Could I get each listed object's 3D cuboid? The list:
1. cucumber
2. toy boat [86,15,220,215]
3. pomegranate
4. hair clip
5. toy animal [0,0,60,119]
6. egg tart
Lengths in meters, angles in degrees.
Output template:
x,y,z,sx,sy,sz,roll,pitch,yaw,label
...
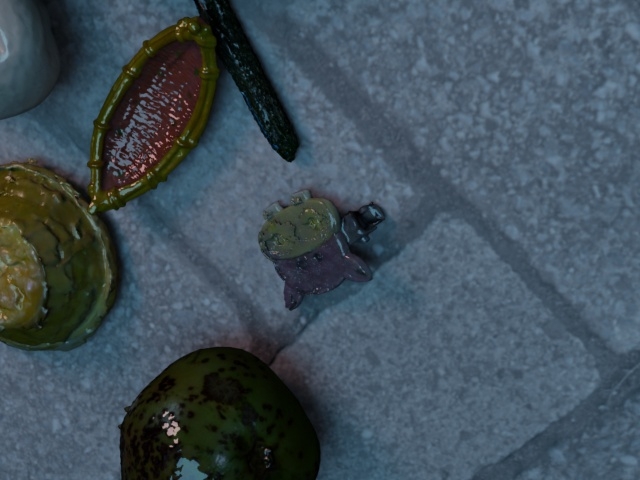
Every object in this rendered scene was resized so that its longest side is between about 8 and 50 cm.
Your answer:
x,y,z,sx,sy,sz,roll,pitch,yaw,label
-0.095,-0.214,1.259,0.043,0.044,0.256,-21,103,34,cucumber
-0.220,-0.166,1.289,0.141,0.099,0.318,39,118,5,toy boat
-0.172,0.294,1.366,0.341,0.285,0.284,-5,109,51,pomegranate
-0.003,0.002,1.300,0.187,0.056,0.146,-24,93,26,hair clip
-0.462,-0.273,1.270,0.265,0.206,0.272,47,113,2,toy animal
-0.447,0.040,1.418,0.315,0.120,0.314,6,109,17,egg tart
